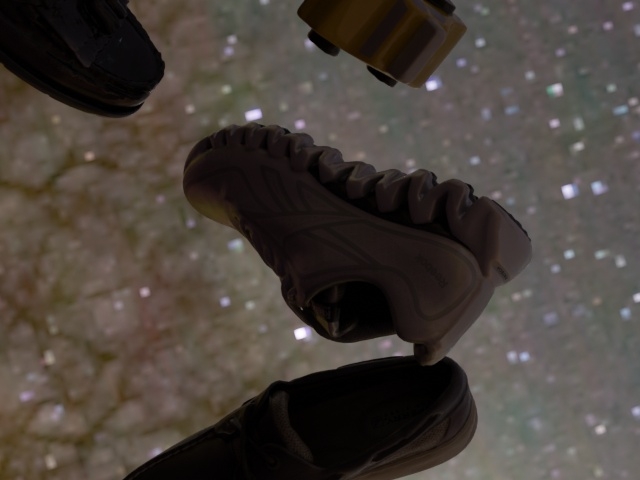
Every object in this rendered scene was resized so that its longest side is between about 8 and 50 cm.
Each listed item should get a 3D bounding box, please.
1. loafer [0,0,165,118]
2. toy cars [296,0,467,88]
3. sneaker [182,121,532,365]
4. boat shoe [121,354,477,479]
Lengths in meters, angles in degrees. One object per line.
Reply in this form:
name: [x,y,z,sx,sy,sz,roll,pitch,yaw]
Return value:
loafer: [-0.218,-0.204,1.303,0.302,0.109,0.095,41,-50,-21]
toy cars: [0.067,-0.264,1.649,0.087,0.176,0.394,48,-24,38]
sneaker: [0.000,0.000,1.269,0.292,0.118,0.110,17,-19,42]
boat shoe: [-0.024,0.147,1.340,0.092,0.285,0.103,79,-8,-56]
